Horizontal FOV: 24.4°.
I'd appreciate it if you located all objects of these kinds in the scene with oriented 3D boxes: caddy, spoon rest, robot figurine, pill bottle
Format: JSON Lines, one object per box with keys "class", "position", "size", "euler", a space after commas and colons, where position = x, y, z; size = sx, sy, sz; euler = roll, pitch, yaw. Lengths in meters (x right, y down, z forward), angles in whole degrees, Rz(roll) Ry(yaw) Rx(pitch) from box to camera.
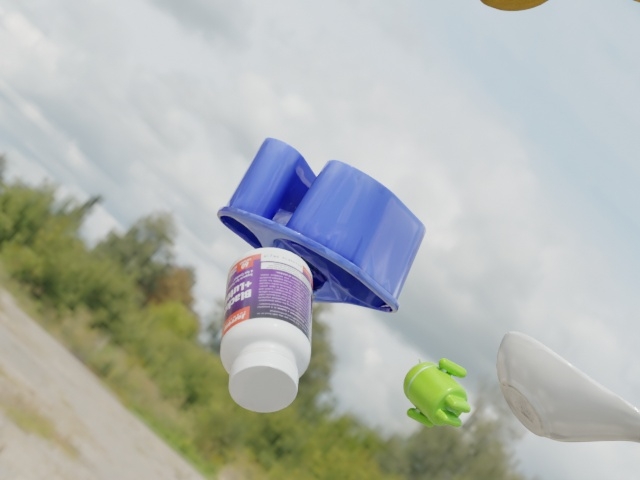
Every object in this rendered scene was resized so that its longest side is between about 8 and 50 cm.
{"class": "caddy", "position": [0.000, 0.000, 2.115], "size": [0.241, 0.179, 0.341], "euler": [22, -10, 31]}
{"class": "spoon rest", "position": [0.279, 0.190, 1.525], "size": [0.276, 0.084, 0.137], "euler": [45, -18, 41]}
{"class": "robot figurine", "position": [0.163, 0.217, 2.104], "size": [0.067, 0.101, 0.115], "euler": [19, 16, -42]}
{"class": "pill bottle", "position": [-0.064, 0.108, 1.767], "size": [0.108, 0.108, 0.193], "euler": [47, 27, -31]}

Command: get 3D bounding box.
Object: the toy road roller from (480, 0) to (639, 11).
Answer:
{"class": "toy road roller", "position": [0.385, -0.468, 2.343], "size": [0.329, 0.202, 0.240], "euler": [17, -38, -15]}
